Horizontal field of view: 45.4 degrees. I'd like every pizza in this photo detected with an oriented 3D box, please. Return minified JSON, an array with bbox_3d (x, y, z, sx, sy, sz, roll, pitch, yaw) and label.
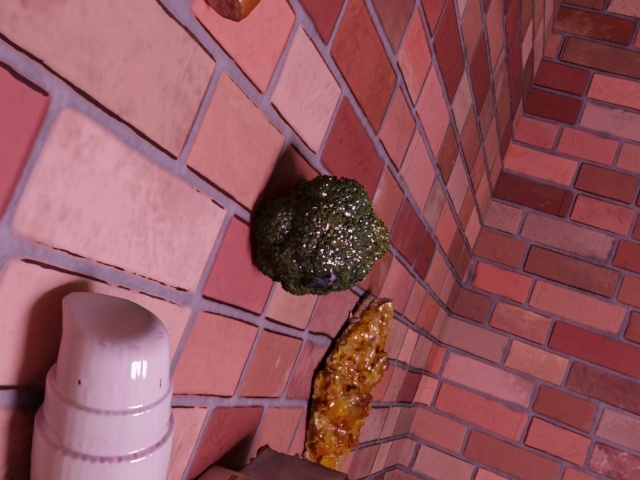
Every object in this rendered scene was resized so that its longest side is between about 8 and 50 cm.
[{"bbox_3d":[0.048,0.248,1.273,0.335,0.086,0.226,-68,163,-4],"label":"pizza"}]

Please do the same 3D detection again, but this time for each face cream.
[{"bbox_3d":[-0.171,0.206,0.581,0.102,0.102,0.345,-33,140,-62],"label":"face cream"}]

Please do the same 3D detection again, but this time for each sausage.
[{"bbox_3d":[-0.046,-0.227,0.605,0.131,0.041,0.039,-61,154,-29],"label":"sausage"}]

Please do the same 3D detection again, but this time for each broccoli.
[{"bbox_3d":[0.000,0.000,0.835,0.138,0.146,0.162,-98,167,-48],"label":"broccoli"}]

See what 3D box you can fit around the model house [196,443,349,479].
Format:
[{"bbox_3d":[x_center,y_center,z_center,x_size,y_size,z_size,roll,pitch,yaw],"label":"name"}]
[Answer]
[{"bbox_3d":[-0.085,0.388,0.873,0.271,0.178,0.206,-30,129,-67],"label":"model house"}]
